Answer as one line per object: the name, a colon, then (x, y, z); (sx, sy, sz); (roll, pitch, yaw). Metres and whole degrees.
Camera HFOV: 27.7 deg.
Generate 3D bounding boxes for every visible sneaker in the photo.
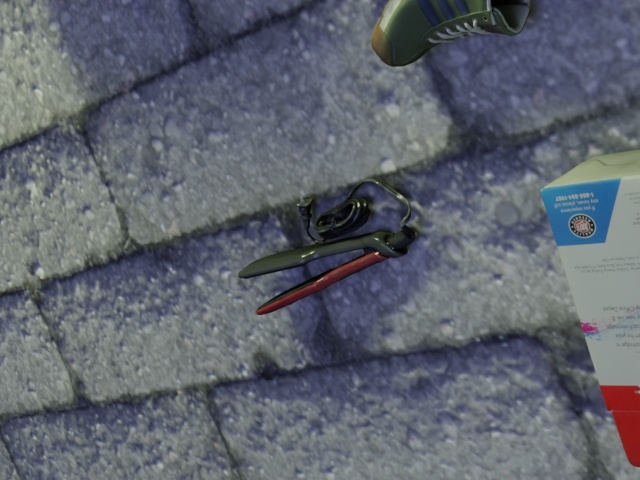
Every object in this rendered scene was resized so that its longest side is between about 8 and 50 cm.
sneaker: (0.112, -0.178, 0.971); (0.086, 0.064, 0.192); (53, 135, 15)

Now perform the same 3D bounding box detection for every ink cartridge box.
ink cartridge box: (0.264, 0.049, 0.945); (0.134, 0.078, 0.231); (-6, 108, 46)

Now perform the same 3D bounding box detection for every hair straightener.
hair straightener: (0.000, 0.000, 1.195); (0.230, 0.047, 0.089); (-24, 95, 48)
